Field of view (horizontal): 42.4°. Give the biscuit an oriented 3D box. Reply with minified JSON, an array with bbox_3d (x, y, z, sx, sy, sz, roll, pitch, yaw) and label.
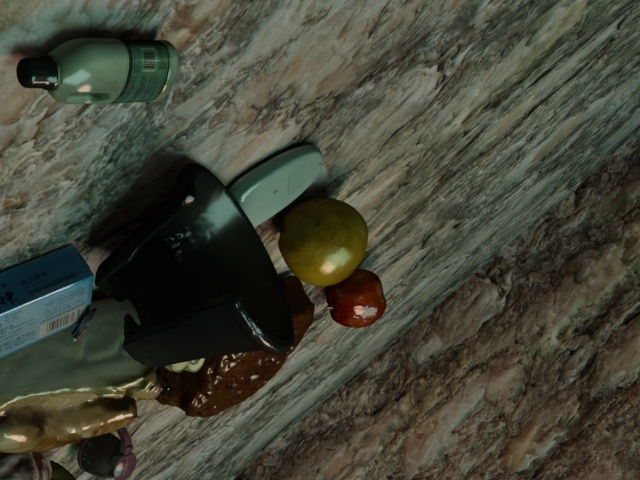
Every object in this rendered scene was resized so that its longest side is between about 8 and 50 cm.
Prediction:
[{"bbox_3d":[-0.218,0.284,2.150,0.343,0.166,0.395,-16,147,-52],"label":"biscuit"}]

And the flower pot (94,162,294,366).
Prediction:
[{"bbox_3d":[-0.235,0.081,1.495,0.251,0.379,0.379,-29,161,9],"label":"flower pot"}]

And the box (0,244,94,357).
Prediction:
[{"bbox_3d":[-0.513,0.115,1.415,0.232,0.083,0.142,-24,155,-33],"label":"box"}]

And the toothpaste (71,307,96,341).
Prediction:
[{"bbox_3d":[-0.430,0.153,1.496,0.083,0.019,0.027,-50,-178,22],"label":"toothpaste"}]

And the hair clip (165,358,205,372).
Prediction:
[{"bbox_3d":[-0.234,0.182,1.660,0.218,0.071,0.158,-36,130,-41],"label":"hair clip"}]

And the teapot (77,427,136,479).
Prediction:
[{"bbox_3d":[-0.543,0.555,2.154,0.148,0.146,0.116,-61,148,-19],"label":"teapot"}]

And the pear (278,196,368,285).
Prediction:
[{"bbox_3d":[0.000,0.000,1.910,0.209,0.209,0.209,-34,159,-16],"label":"pear"}]

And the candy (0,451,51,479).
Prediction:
[{"bbox_3d":[-0.716,0.535,1.730,0.290,0.214,0.157,-37,156,-14],"label":"candy"}]

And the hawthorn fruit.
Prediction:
[{"bbox_3d":[0.092,0.180,2.486,0.201,0.179,0.179,-9,148,-19],"label":"hawthorn fruit"}]

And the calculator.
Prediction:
[{"bbox_3d":[-0.114,-0.100,1.720,0.295,0.042,0.184,-34,158,-18],"label":"calculator"}]

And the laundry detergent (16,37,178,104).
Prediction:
[{"bbox_3d":[-0.300,-0.226,1.108,0.226,0.070,0.099,-16,155,-49],"label":"laundry detergent"}]

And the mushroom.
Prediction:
[{"bbox_3d":[-0.534,0.288,1.607,0.398,0.224,0.314,-15,162,-38],"label":"mushroom"}]

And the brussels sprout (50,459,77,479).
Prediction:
[{"bbox_3d":[-0.719,0.665,1.929,0.315,0.275,0.371,-34,159,24],"label":"brussels sprout"}]
